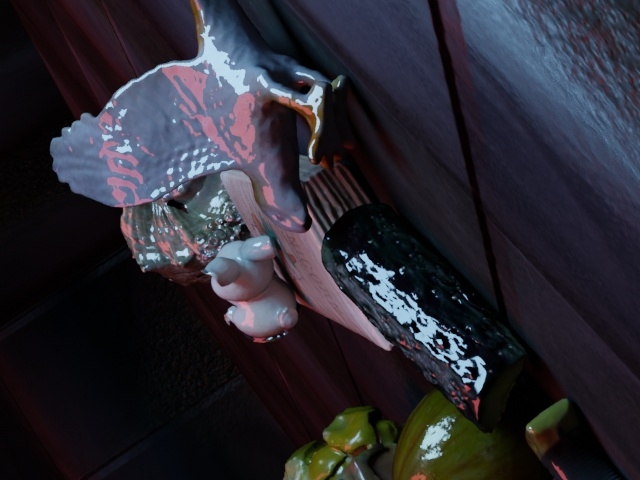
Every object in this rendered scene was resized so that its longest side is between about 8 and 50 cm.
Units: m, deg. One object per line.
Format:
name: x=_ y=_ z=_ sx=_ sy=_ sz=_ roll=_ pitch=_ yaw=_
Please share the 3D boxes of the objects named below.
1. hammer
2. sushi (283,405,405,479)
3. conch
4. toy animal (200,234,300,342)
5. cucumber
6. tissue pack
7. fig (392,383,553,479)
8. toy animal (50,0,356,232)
hammer: x=0.229 y=0.219 z=1.200 sx=0.226 sy=0.041 sz=0.159 roll=53 pitch=169 yaw=17
sushi: x=0.032 y=0.364 z=1.856 sx=0.285 sy=0.328 sz=0.328 roll=54 pitch=-171 yaw=7
conch: x=-0.116 y=-0.031 z=1.776 sx=0.245 sy=0.178 sz=0.163 roll=36 pitch=-159 yaw=-56
toy animal: x=-0.069 y=0.040 z=1.593 sx=0.085 sy=0.071 sz=0.124 roll=46 pitch=167 yaw=52
cucumber: x=0.074 y=0.056 z=1.279 sx=0.062 sy=0.078 sz=0.211 roll=9 pitch=-152 yaw=-36
tissue pack: x=0.000 y=0.000 z=1.546 sx=0.170 sy=0.071 sz=0.325 roll=60 pitch=171 yaw=-12
fig: x=0.084 y=0.206 z=1.301 sx=0.124 sy=0.236 sz=0.124 roll=46 pitch=173 yaw=7
toy animal: x=-0.070 y=-0.165 z=1.308 sx=0.302 sy=0.225 sz=0.284 roll=31 pitch=135 yaw=41
